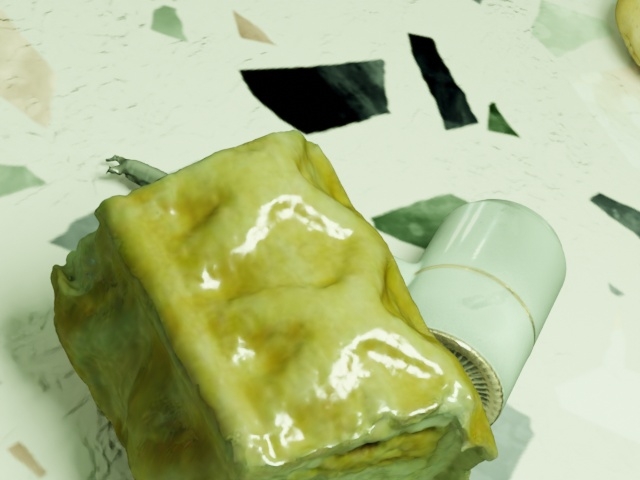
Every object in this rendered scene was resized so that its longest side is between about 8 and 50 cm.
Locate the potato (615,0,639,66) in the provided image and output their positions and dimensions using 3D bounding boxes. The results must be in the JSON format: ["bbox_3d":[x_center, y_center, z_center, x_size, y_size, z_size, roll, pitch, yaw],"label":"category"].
[{"bbox_3d":[0.389,-0.209,1.624,0.233,0.146,0.150,7,5,2],"label":"potato"}]

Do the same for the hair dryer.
[{"bbox_3d":[0.000,0.000,1.333,0.357,0.108,0.173,25,44,8],"label":"hair dryer"}]

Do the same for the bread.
[{"bbox_3d":[-0.041,0.080,1.161,0.238,0.196,0.252,-19,65,-7],"label":"bread"}]
